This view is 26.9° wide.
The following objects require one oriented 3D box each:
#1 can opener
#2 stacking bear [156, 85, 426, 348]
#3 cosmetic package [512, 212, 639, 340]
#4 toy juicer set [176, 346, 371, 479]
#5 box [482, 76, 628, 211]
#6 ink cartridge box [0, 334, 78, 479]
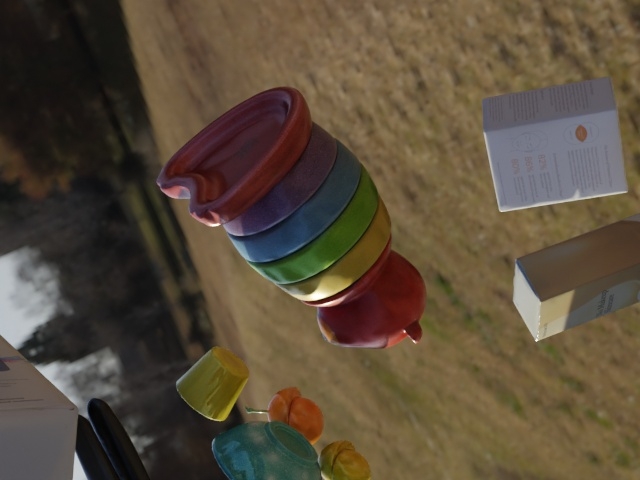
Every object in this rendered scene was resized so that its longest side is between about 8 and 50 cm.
[{"bbox_3d":[-0.139,0.205,1.001,0.186,0.073,0.059,65,-154,-17],"label":"can opener"},{"bbox_3d":[0.000,0.000,1.363,0.289,0.164,0.175,49,173,-28],"label":"stacking bear"},{"bbox_3d":[0.199,0.024,0.962,0.060,0.115,0.041,79,168,-55],"label":"cosmetic package"},{"bbox_3d":[-0.027,0.258,1.433,0.209,0.089,0.329,29,-165,-35],"label":"toy juicer set"},{"bbox_3d":[0.306,-0.125,1.753,0.091,0.171,0.130,-82,-20,-55],"label":"box"},{"bbox_3d":[-0.247,0.157,0.930,0.212,0.093,0.154,25,112,60],"label":"ink cartridge box"}]
